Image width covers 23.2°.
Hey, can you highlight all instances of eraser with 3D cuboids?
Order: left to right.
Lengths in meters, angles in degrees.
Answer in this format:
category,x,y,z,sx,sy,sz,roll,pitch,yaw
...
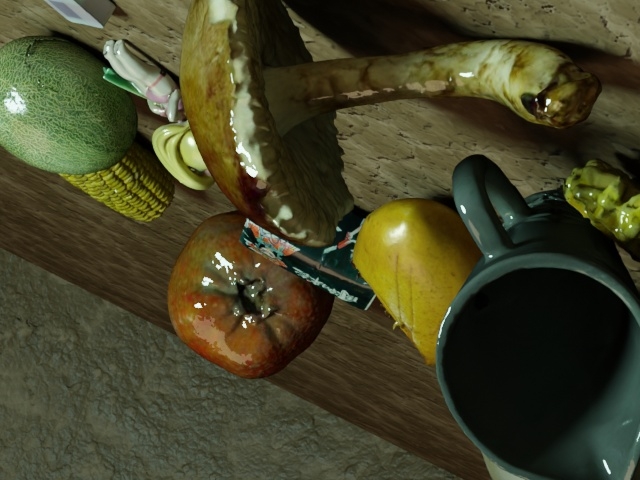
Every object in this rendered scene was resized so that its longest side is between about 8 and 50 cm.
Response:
category,x,y,z,sx,sy,sz,roll,pitch,yaw
eraser,-0.245,-0.239,1.460,0.065,0.026,0.105,20,166,42

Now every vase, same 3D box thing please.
category,x,y,z,sx,sy,sz,roll,pitch,yaw
vase,0.174,0.037,1.213,0.251,0.156,0.301,61,-163,-10

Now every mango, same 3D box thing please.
category,x,y,z,sx,sy,sz,roll,pitch,yaw
mango,0.115,0.034,1.577,0.154,0.126,0.252,34,165,30

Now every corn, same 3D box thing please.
category,x,y,z,sx,sy,sz,roll,pitch,yaw
corn,-0.274,-0.104,1.904,0.106,0.106,0.293,18,165,39

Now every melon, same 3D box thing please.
category,x,y,z,sx,sy,sz,roll,pitch,yaw
melon,-0.287,-0.145,1.665,0.192,0.139,0.139,28,168,-19

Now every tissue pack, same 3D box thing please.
category,x,y,z,sx,sy,sz,roll,pitch,yaw
tissue pack,0.001,0.000,1.753,0.170,0.090,0.103,27,165,1

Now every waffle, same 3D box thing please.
category,x,y,z,sx,sy,sz,roll,pitch,yaw
waffle,0.262,0.001,1.184,0.194,0.051,0.149,31,-169,-39

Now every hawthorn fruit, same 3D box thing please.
category,x,y,z,sx,sy,sz,roll,pitch,yaw
hawthorn fruit,-0.087,0.064,1.952,0.210,0.210,0.262,28,175,0

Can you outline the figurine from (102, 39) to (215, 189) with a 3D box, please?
category,x,y,z,sx,sy,sz,roll,pitch,yaw
figurine,-0.161,-0.133,1.619,0.187,0.083,0.083,47,160,-30

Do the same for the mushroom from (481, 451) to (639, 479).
category,x,y,z,sx,sy,sz,roll,pitch,yaw
mushroom,0.305,0.160,1.478,0.290,0.292,0.292,-26,131,38

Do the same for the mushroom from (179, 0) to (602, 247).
category,x,y,z,sx,sy,sz,roll,pitch,yaw
mushroom,0.039,-0.095,1.158,0.301,0.208,0.233,16,-153,5
